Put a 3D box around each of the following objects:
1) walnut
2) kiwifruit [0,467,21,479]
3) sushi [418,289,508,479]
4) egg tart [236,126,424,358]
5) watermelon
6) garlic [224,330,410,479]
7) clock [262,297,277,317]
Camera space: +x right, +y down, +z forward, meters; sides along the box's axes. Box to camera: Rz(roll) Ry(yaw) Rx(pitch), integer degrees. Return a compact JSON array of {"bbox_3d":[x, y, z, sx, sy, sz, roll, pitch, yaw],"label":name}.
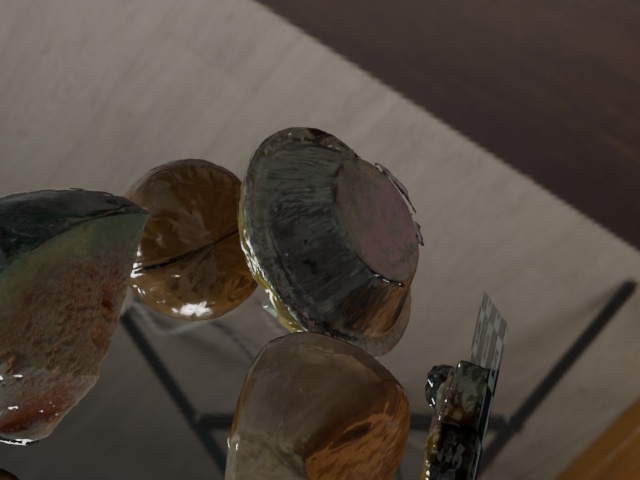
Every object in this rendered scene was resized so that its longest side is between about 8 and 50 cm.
[{"bbox_3d":[-0.133,0.000,1.391,0.167,0.167,0.207,29,173,-13],"label":"walnut"},{"bbox_3d":[-0.272,0.206,1.034,0.124,0.075,0.075,1,134,25],"label":"kiwifruit"},{"bbox_3d":[0.161,0.244,1.746,0.064,0.359,0.343,11,95,2],"label":"sushi"},{"bbox_3d":[0.022,-0.002,1.250,0.094,0.234,0.234,-25,123,34],"label":"egg tart"},{"bbox_3d":[-0.269,0.065,1.204,0.289,0.320,0.214,-31,103,-7],"label":"watermelon"},{"bbox_3d":[-0.004,0.132,0.799,0.090,0.128,0.198,21,153,14],"label":"garlic"},{"bbox_3d":[0.000,0.000,1.526,0.062,0.191,0.151,36,115,-20],"label":"clock"}]
